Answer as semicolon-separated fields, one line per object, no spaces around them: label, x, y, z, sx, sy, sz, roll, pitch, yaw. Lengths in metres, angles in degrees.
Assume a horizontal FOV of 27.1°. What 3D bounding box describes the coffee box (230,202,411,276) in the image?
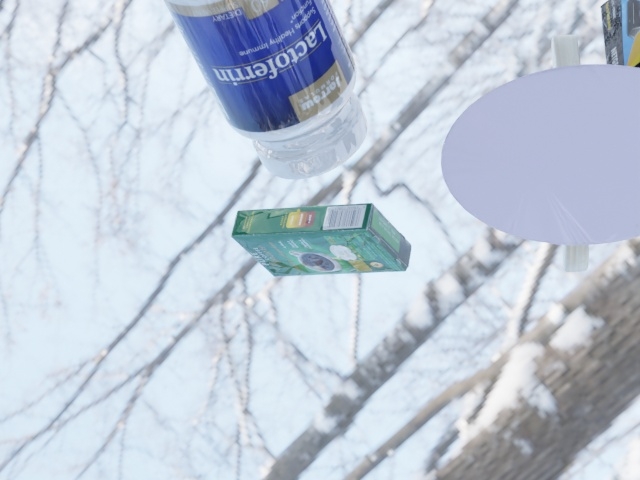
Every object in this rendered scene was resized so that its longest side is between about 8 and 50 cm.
coffee box;0.000;0.000;1.553;0.113;0.184;0.040;43;-129;-50

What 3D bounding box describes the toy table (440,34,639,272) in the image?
toy table;0.263;-0.086;1.354;0.274;0.252;0.161;8;-174;6

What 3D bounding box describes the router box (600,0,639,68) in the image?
router box;0.362;-0.234;1.398;0.046;0.133;0.179;39;-148;-20

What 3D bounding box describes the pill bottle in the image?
pill bottle;-0.051;-0.198;1.371;0.153;0.153;0.265;-97;-15;-49
